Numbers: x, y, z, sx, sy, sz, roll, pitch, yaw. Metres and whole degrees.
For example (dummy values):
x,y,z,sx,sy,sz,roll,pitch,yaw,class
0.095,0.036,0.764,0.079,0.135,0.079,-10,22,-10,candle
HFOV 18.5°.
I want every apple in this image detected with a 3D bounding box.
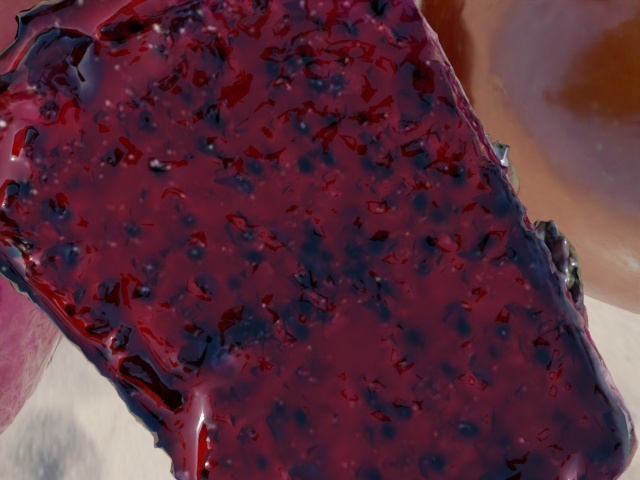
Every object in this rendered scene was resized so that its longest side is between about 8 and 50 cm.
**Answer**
x,y,z,sx,sy,sz,roll,pitch,yaw,class
0.103,-0.056,0.523,0.163,0.163,0.139,-45,123,2,apple

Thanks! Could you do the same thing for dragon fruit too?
x,y,z,sx,sy,sz,roll,pitch,yaw,class
0.000,0.000,0.395,0.102,0.096,0.147,-29,95,12,dragon fruit

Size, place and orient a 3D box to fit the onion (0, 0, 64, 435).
x,y,z,sx,sy,sz,roll,pitch,yaw,class
-0.226,-0.091,0.671,0.398,0.420,0.398,10,67,-24,onion
